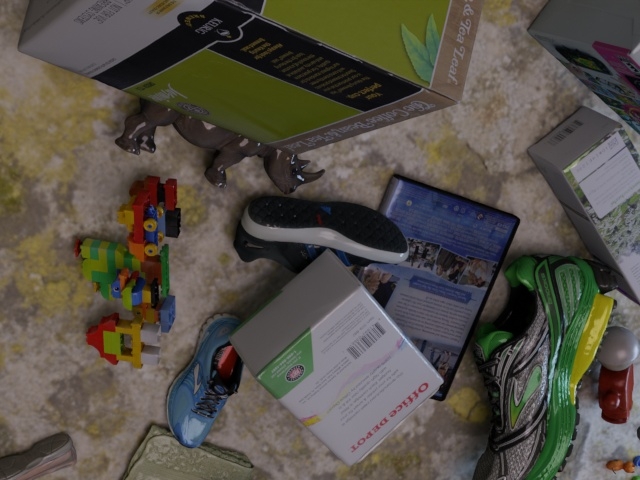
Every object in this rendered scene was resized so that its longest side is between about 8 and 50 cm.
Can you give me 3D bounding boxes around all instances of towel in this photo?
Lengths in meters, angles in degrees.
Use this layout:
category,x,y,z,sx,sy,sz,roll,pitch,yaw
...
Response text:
category,x,y,z,sx,sy,sz,roll,pitch,yaw
towel,-0.161,0.286,1.570,0.148,0.027,0.110,24,99,-25

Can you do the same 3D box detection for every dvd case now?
category,x,y,z,sx,sy,sz,roll,pitch,yaw
dvd case,0.120,0.062,1.603,0.180,0.022,0.253,17,100,-25

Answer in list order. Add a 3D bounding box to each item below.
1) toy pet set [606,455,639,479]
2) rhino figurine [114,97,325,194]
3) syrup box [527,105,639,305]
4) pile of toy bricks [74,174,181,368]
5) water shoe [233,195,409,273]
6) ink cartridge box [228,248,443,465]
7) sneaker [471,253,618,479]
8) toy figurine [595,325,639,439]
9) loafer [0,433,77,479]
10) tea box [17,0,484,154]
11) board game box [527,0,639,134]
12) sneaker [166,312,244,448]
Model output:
category,x,y,z,sx,sy,sz,roll,pitch,yaw
toy pet set,0.397,0.366,1.782,0.114,0.065,0.122,-6,109,-19
rhino figurine,-0.096,-0.113,1.437,0.243,0.073,0.106,20,102,-26
syrup box,0.361,-0.038,1.618,0.093,0.096,0.237,-38,116,-3
pile of toy bricks,-0.216,0.025,1.435,0.105,0.118,0.212,8,124,6
water shoe,0.000,0.000,1.516,0.203,0.073,0.080,12,135,-18
ink cartridge box,0.021,0.137,1.503,0.154,0.093,0.212,-42,129,-1
sneaker,0.241,0.176,1.641,0.146,0.134,0.344,15,93,-17
toy figurine,0.466,0.179,1.663,0.213,0.209,0.148,-20,129,-11
loafer,-0.334,0.262,1.490,0.125,0.045,0.039,-24,121,-14
tea box,-0.062,-0.248,1.234,0.323,0.329,0.220,21,76,-26
board game box,0.414,-0.172,1.522,0.303,0.224,0.097,36,91,-26
sneaker,-0.128,0.166,1.516,0.063,0.073,0.162,16,101,-25
